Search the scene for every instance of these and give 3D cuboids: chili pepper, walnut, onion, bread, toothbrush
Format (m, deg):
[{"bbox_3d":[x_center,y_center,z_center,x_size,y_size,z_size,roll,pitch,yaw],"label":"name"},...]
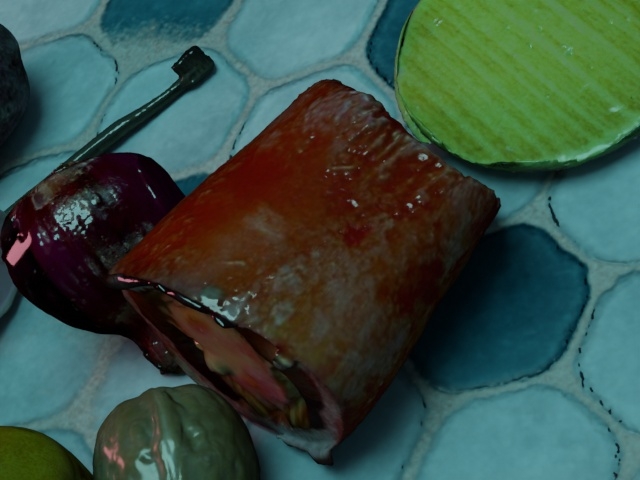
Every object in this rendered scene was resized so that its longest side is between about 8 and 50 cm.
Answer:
[{"bbox_3d":[0.000,0.000,1.371,0.305,0.229,0.251,-52,33,-12],"label":"chili pepper"},{"bbox_3d":[-0.121,0.197,1.352,0.140,0.140,0.162,-21,65,12],"label":"walnut"},{"bbox_3d":[-0.177,0.021,1.486,0.140,0.195,0.218,-37,81,14],"label":"onion"},{"bbox_3d":[0.212,-0.178,1.499,0.301,0.045,0.301,-11,54,16],"label":"bread"},{"bbox_3d":[-0.232,-0.101,1.680,0.297,0.030,0.030,-40,24,-2],"label":"toothbrush"}]

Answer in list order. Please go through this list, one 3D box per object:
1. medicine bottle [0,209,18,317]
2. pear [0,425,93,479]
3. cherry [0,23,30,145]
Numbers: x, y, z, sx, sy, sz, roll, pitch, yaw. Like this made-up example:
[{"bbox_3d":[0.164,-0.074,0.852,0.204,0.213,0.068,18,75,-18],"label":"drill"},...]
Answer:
[{"bbox_3d":[-0.436,0.012,1.622,0.255,0.152,0.152,7,62,31],"label":"medicine bottle"},{"bbox_3d":[-0.280,0.260,1.347,0.209,0.209,0.208,-13,53,18],"label":"pear"},{"bbox_3d":[-0.403,-0.161,1.712,0.195,0.195,0.195,-13,53,18],"label":"cherry"}]
